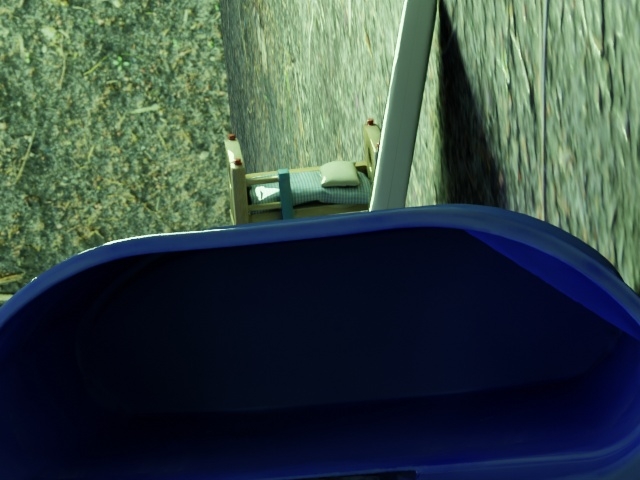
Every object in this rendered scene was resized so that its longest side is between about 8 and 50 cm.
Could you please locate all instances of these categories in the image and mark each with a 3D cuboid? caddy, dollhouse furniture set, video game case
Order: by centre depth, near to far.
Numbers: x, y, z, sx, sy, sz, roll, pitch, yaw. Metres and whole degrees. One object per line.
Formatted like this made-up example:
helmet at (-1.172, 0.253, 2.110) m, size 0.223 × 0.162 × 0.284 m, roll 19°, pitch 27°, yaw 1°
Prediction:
caddy at (0.002, 0.106, 0.856) m, size 0.179 × 0.341 × 0.241 m, roll -40°, pitch -57°, yaw -77°
video game case at (0.044, -0.027, 1.283) m, size 0.193 × 0.023 × 0.212 m, roll 98°, pitch -179°, yaw -49°
dollhouse furniture set at (0.000, 0.000, 1.567) m, size 0.183 × 0.129 × 0.129 m, roll -108°, pitch 12°, yaw -64°
